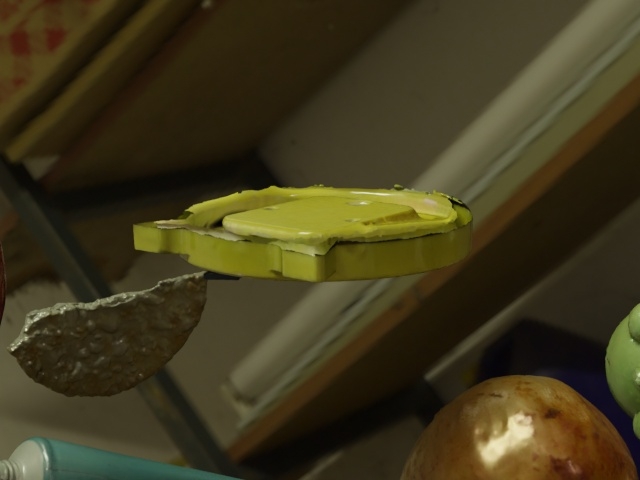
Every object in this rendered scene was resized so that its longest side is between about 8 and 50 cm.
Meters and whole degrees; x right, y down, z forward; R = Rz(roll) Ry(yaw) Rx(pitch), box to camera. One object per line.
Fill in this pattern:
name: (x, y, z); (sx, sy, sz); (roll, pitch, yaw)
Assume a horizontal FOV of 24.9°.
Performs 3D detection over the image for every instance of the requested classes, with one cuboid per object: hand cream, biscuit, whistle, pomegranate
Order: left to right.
biscuit: (-0.273, 0.135, 1.920); (0.289, 0.141, 0.038); (-15, 18, -28)
hand cream: (-0.078, 0.146, 0.774); (0.224, 0.048, 0.083); (22, -56, -37)
pomegranate: (0.186, 0.244, 1.392); (0.248, 0.248, 0.248); (-34, -16, -11)
whistle: (0.279, 0.083, 1.090); (0.085, 0.105, 0.227); (1, 8, 34)

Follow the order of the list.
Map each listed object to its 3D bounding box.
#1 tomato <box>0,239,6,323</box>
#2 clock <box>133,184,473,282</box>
tomato: (-0.410, 0.041, 1.119); (0.325, 0.290, 0.293); (-13, -9, -26)
clock: (0.001, 0.004, 1.365); (0.293, 0.071, 0.277); (-13, 17, -42)
